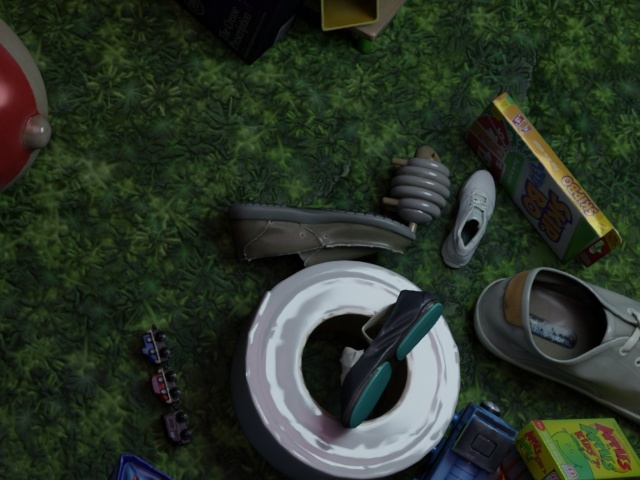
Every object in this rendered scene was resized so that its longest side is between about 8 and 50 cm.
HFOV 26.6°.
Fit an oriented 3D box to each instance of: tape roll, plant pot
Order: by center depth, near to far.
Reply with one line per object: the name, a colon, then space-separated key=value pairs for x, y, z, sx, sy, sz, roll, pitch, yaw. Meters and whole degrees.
tape roll: x=0.030 y=0.171 z=1.728 sx=0.286 sy=0.100 sz=0.286 roll=5 pitch=70 yaw=-14
plant pot: x=0.031 y=-0.348 z=1.854 sx=0.081 sy=0.081 sz=0.083 roll=-10 pitch=46 yaw=-7

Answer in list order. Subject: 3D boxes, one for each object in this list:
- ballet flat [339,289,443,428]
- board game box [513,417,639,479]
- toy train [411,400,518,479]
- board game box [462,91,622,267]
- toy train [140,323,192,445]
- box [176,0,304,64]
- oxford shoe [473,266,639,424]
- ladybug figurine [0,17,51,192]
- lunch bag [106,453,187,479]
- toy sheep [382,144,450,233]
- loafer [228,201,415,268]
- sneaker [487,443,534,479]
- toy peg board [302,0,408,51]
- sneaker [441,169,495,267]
ballet flat: x=0.070 y=0.139 z=1.664 sx=0.074 sy=0.074 sz=0.203 roll=38 pitch=72 yaw=0
board game box: x=0.336 y=0.279 z=1.748 sx=0.181 sy=0.043 sz=0.092 roll=6 pitch=45 yaw=-43
toy train: x=0.174 y=0.286 z=1.702 sx=0.080 sy=0.105 sz=0.184 roll=32 pitch=91 yaw=-1
board game box: x=0.306 y=-0.075 z=1.878 sx=0.039 sy=0.124 sz=0.259 roll=-37 pitch=84 yaw=-22
toy train: x=-0.196 y=0.182 z=1.702 sx=0.036 sy=0.027 sz=0.158 roll=-14 pitch=76 yaw=-9
box: x=-0.104 y=-0.375 z=1.797 sx=0.184 sy=0.261 sz=0.103 roll=43 pitch=66 yaw=3
oxford shoe: x=0.428 y=0.150 z=1.832 sx=0.449 sy=0.130 sz=0.169 roll=19 pitch=65 yaw=-10
ladybug figurine: x=-0.536 y=-0.171 z=1.580 sx=0.449 sy=0.162 sz=0.305 roll=10 pitch=107 yaw=7
lunch bag: x=-0.221 y=0.412 z=1.504 sx=0.138 sy=0.221 sz=0.293 roll=22 pitch=66 yaw=-7
toy sheep: x=0.134 y=-0.067 z=1.853 sx=0.091 sy=0.091 sz=0.132 roll=14 pitch=82 yaw=-10
loafer: x=0.000 y=0.000 z=1.797 sx=0.251 sy=0.094 sz=0.087 roll=5 pitch=94 yaw=-4
sneaker: x=0.297 y=0.326 z=1.766 sx=0.215 sy=0.084 sz=0.083 roll=46 pitch=37 yaw=10
toy peg board: x=0.049 y=-0.360 z=1.947 sx=0.161 sy=0.079 sz=0.161 roll=31 pitch=65 yaw=14
sneaker: x=0.215 y=-0.035 z=1.875 sx=0.054 sy=0.061 sz=0.152 roll=22 pitch=65 yaw=-5
